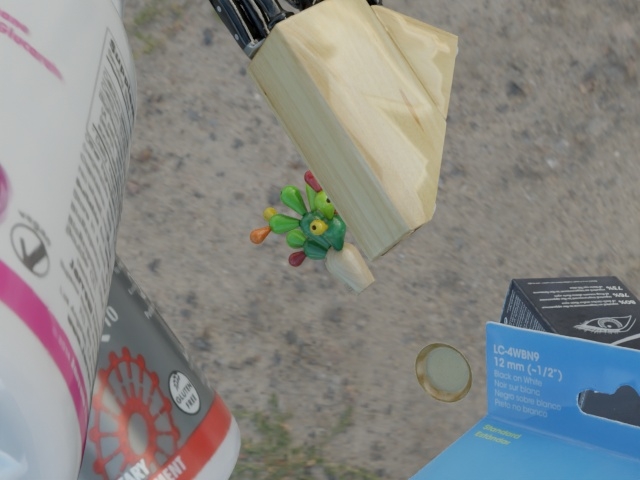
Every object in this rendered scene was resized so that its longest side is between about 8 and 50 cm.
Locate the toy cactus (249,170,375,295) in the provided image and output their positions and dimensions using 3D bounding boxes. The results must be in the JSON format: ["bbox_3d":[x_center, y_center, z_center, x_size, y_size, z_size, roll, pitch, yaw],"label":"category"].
[{"bbox_3d":[0.000,0.000,1.726,0.112,0.219,0.180,-37,84,-31],"label":"toy cactus"}]

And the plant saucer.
[{"bbox_3d":[0.161,0.168,1.618,0.083,0.015,0.083,11,111,29],"label":"plant saucer"}]

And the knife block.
[{"bbox_3d":[-0.009,-0.145,1.106,0.242,0.088,0.276,17,65,-15],"label":"knife block"}]

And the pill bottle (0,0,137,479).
[{"bbox_3d":[-0.149,-0.026,0.441,0.160,0.160,0.283,-23,36,16],"label":"pill bottle"}]

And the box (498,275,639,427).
[{"bbox_3d":[0.320,0.138,1.482,0.207,0.153,0.108,-119,34,-55],"label":"box"}]

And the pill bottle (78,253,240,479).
[{"bbox_3d":[-0.228,0.040,0.754,0.210,0.210,0.363,-33,100,13],"label":"pill bottle"}]

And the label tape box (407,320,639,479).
[{"bbox_3d":[0.154,0.242,0.784,0.249,0.115,0.348,9,101,49],"label":"label tape box"}]
